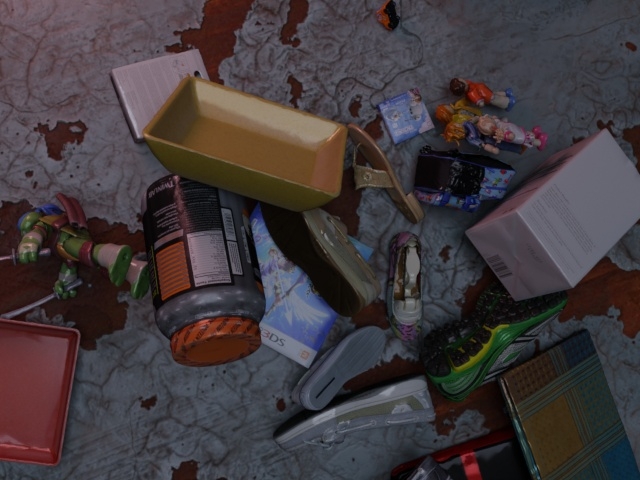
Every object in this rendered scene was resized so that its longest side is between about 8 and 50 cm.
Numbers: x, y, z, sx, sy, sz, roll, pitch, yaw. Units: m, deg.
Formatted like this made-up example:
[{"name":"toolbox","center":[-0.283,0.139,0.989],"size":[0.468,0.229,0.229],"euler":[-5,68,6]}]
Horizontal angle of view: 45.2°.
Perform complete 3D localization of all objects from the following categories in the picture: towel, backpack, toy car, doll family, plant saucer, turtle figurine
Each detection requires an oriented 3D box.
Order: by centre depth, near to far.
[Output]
[{"name":"turtle figurine","center":[-0.459,0.060,1.371],"size":[0.266,0.274,0.197],"euler":[13,130,19]},{"name":"plant saucer","center":[-0.125,-0.166,1.382],"size":[0.333,0.332,0.081],"euler":[17,119,-4]},{"name":"plant saucer","center":[-0.594,0.274,1.437],"size":[0.258,0.048,0.259],"euler":[9,88,-7]},{"name":"doll family","center":[0.312,-0.220,1.499],"size":[0.163,0.263,0.118],"euler":[9,123,-18]},{"name":"backpack","center":[0.287,-0.116,1.512],"size":[0.173,0.158,0.116],"euler":[7,96,-19]},{"name":"towel","center":[0.506,0.395,1.539],"size":[0.271,0.040,0.370],"euler":[-20,89,-31]},{"name":"toy car","center":[0.146,-0.487,1.565],"size":[0.041,0.060,0.122],"euler":[8,65,35]}]

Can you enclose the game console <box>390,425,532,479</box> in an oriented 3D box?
[{"name":"game console","center":[0.353,0.593,1.555],"size":[0.342,0.060,0.386],"euler":[-17,90,-1]}]

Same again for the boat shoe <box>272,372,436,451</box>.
[{"name":"boat shoe","center":[0.068,0.349,1.489],"size":[0.320,0.118,0.103],"euler":[-17,87,-14]}]

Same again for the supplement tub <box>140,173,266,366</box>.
[{"name":"supplement tub","center":[-0.205,0.049,1.356],"size":[0.194,0.193,0.316],"euler":[-9,64,-7]}]

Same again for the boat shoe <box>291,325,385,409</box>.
[{"name":"boat shoe","center":[0.029,0.238,1.498],"size":[0.226,0.076,0.083],"euler":[-35,110,-32]}]

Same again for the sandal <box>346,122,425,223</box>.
[{"name":"sandal","center":[0.106,-0.115,1.516],"size":[0.079,0.088,0.240],"euler":[-41,99,-12]}]

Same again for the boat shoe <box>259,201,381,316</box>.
[{"name":"boat shoe","center":[0.000,0.000,1.441],"size":[0.302,0.109,0.098],"euler":[52,45,6]}]

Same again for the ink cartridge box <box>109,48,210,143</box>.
[{"name":"ink cartridge box","center":[-0.301,-0.284,1.501],"size":[0.179,0.045,0.145],"euler":[-21,91,-26]}]

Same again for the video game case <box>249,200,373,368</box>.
[{"name":"video game case","center":[-0.066,0.074,1.503],"size":[0.244,0.061,0.269],"euler":[29,85,-7]}]

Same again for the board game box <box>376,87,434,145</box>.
[{"name":"board game box","center":[0.172,-0.252,1.561],"size":[0.090,0.020,0.090],"euler":[-25,93,-7]}]

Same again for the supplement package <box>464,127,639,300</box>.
[{"name":"supplement package","center":[0.461,-0.047,1.478],"size":[0.293,0.175,0.177],"euler":[-38,93,-25]}]

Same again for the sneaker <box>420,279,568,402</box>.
[{"name":"sneaker","center":[0.351,0.189,1.540],"size":[0.344,0.134,0.146],"euler":[-31,129,-14]}]

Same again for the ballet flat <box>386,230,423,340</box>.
[{"name":"ballet flat","center":[0.172,0.092,1.524],"size":[0.077,0.079,0.221],"euler":[0,89,-8]}]

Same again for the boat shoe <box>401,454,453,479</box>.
[{"name":"boat shoe","center":[0.119,0.528,1.479],"size":[0.301,0.108,0.102],"euler":[-42,82,12]}]
